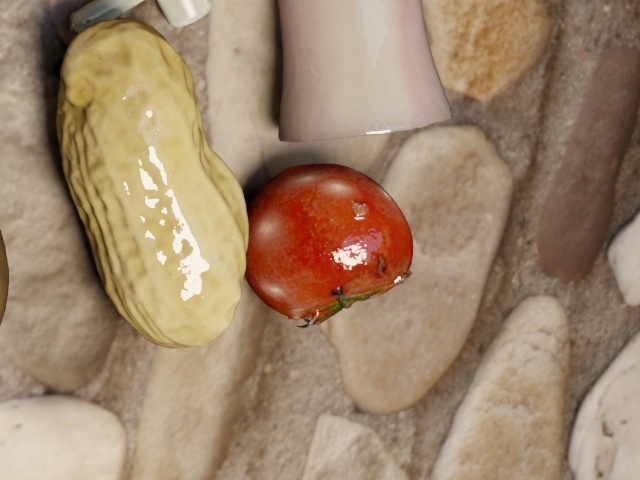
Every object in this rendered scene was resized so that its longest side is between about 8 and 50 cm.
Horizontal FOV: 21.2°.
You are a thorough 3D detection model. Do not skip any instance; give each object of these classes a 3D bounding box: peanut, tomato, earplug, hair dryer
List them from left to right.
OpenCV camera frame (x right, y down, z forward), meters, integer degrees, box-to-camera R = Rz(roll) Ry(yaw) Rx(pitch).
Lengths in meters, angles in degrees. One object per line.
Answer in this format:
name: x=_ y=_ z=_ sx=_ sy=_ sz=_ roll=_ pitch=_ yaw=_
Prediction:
hair dryer: x=-0.173 y=-0.221 z=1.581 sx=0.137 sy=0.047 sz=0.082 roll=-33 pitch=115 yaw=-20
peanut: x=-0.152 y=-0.052 z=1.560 sx=0.152 sy=0.152 sz=0.313 roll=-28 pitch=109 yaw=-28
tomato: x=0.000 y=0.000 z=1.673 sx=0.167 sy=0.167 sz=0.167 roll=-6 pitch=101 yaw=-34
earplug: x=0.023 y=-0.254 z=1.646 sx=0.172 sy=0.172 sz=0.301 roll=-13 pitch=99 yaw=-32

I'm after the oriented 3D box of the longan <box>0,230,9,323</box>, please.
longan: x=-0.385 y=0.024 z=1.319 sx=0.297 sy=0.297 sz=0.297 roll=-6 pitch=101 yaw=-34
